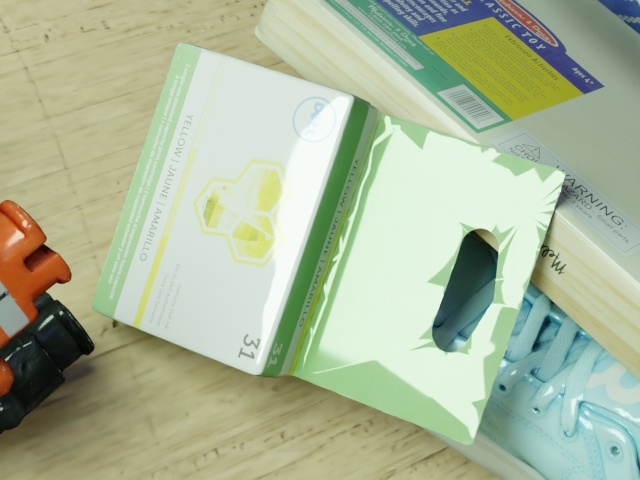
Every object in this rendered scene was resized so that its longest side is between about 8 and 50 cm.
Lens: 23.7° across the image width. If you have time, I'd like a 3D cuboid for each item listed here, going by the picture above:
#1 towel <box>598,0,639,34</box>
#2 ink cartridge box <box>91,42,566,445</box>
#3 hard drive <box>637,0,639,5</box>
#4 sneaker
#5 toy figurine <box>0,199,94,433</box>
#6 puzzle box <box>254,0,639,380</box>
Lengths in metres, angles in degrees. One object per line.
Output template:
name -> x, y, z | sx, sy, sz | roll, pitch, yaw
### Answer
towel -> 0.337, -0.088, 1.157 | 0.243, 0.040, 0.336 | -6, 66, -23
ink cartridge box -> 0.000, 0.000, 0.876 | 0.235, 0.056, 0.171 | 20, 92, 24
hard drive -> 0.302, -0.245, 1.128 | 0.203, 0.040, 0.307 | -27, 90, -22
sneaker -> 0.171, 0.095, 0.935 | 0.366, 0.150, 0.135 | 42, 57, 4
toy figurine -> -0.236, 0.021, 0.793 | 0.148, 0.213, 0.209 | -41, 79, -15
puzzle box -> 0.184, -0.052, 0.978 | 0.409, 0.052, 0.272 | 44, 38, 20
